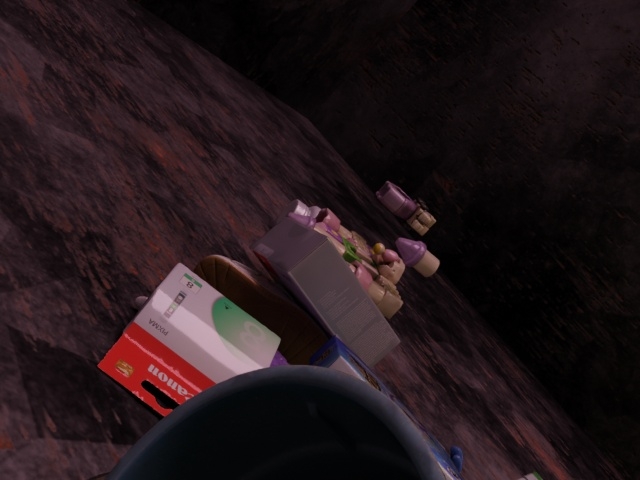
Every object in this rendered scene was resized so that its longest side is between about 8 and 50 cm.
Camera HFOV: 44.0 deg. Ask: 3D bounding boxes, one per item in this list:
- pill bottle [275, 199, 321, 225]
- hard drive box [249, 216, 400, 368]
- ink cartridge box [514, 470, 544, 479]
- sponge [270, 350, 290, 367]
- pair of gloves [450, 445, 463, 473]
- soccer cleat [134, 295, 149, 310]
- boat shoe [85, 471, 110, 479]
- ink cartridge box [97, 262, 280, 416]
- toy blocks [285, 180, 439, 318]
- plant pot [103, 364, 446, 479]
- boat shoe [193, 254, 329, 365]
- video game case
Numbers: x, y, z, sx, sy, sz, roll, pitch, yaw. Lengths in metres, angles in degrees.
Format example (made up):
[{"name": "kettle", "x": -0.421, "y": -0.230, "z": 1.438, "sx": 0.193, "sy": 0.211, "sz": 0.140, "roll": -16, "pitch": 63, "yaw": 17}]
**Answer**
[{"name": "pill bottle", "x": 0.000, "y": 0.000, "z": 1.871, "sx": 0.215, "sy": 0.117, "sz": 0.117, "roll": 39, "pitch": 14, "yaw": -20}, {"name": "hard drive box", "x": 0.006, "y": 0.088, "z": 1.315, "sx": 0.232, "sy": 0.089, "sz": 0.181, "roll": 55, "pitch": -12, "yaw": -23}, {"name": "ink cartridge box", "x": 0.407, "y": 0.530, "z": 1.498, "sx": 0.153, "sy": 0.087, "sz": 0.208, "roll": 51, "pitch": 14, "yaw": 26}, {"name": "sponge", "x": -0.104, "y": 0.188, "z": 1.150, "sx": 0.117, "sy": 0.031, "sz": 0.210, "roll": 48, "pitch": 13, "yaw": 19}, {"name": "pair of gloves", "x": 0.180, "y": 0.390, "z": 1.131, "sx": 0.023, "sy": 0.159, "sz": 0.198, "roll": 16, "pitch": 13, "yaw": 4}, {"name": "soccer cleat", "x": -0.218, "y": 0.107, "z": 1.069, "sx": 0.083, "sy": 0.029, "sz": 0.035, "roll": 46, "pitch": 8, "yaw": -13}, {"name": "boat shoe", "x": -0.154, "y": 0.241, "z": 0.746, "sx": 0.081, "sy": 0.069, "sz": 0.227, "roll": 50, "pitch": 14, "yaw": 27}, {"name": "ink cartridge box", "x": -0.156, "y": 0.140, "z": 1.005, "sx": 0.181, "sy": 0.056, "sz": 0.225, "roll": 38, "pitch": 21, "yaw": -7}, {"name": "toy blocks", "x": 0.039, "y": 0.004, "z": 1.547, "sx": 0.260, "sy": 0.309, "sz": 0.288, "roll": 38, "pitch": 14, "yaw": -20}, {"name": "plant pot", "x": 0.025, "y": 0.316, "z": 0.556, "sx": 0.334, "sy": 0.341, "sz": 0.341, "roll": 45, "pitch": 10, "yaw": -37}, {"name": "boat shoe", "x": -0.081, "y": 0.115, "z": 1.304, "sx": 0.277, "sy": 0.098, "sz": 0.096, "roll": 42, "pitch": 14, "yaw": -2}, {"name": "video game case", "x": 0.086, "y": 0.244, "z": 1.068, "sx": 0.244, "sy": 0.061, "sz": 0.269, "roll": 46, "pitch": -1, "yaw": 1}]
